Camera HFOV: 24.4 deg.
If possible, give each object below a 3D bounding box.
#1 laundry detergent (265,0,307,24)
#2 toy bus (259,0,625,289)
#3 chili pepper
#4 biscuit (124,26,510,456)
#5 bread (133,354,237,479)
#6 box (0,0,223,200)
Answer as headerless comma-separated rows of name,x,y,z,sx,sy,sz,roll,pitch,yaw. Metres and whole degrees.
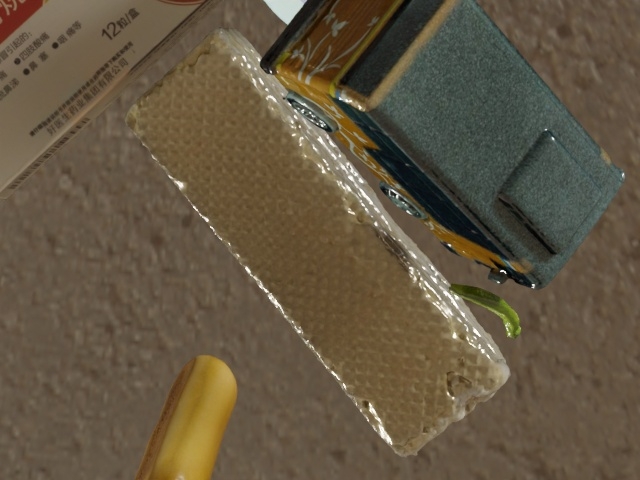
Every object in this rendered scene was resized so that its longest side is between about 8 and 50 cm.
laundry detergent,0.069,-0.386,1.704,0.287,0.305,0.287,24,149,16
toy bus,0.106,-0.091,1.180,0.138,0.167,0.275,-52,126,-7
chili pepper,0.141,0.058,1.232,0.030,0.017,0.083,-27,128,33
biscuit,0.000,0.000,1.388,0.144,0.078,0.426,-39,89,16
bread,-0.146,0.222,1.627,0.074,0.239,0.092,32,124,-10
box,-0.256,-0.235,1.452,0.353,0.069,0.214,-42,86,1
